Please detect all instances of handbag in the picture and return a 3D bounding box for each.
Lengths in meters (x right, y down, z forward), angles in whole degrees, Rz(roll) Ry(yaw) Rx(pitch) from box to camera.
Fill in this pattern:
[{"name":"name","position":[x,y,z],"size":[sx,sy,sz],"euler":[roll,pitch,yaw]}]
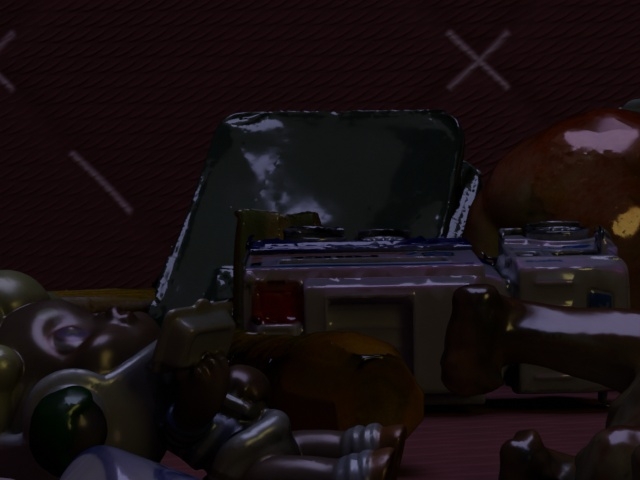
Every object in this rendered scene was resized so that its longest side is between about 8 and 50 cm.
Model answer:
[{"name":"handbag","position":[0.001,0.001,1.284],"size":[0.247,0.260,0.079],"euler":[3,-36,20]}]

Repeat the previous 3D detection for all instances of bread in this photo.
[{"name":"bread","position":[-0.028,0.045,1.157],"size":[0.074,0.139,0.084],"euler":[-1,-1,10]}]

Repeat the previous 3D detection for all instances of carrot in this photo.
[{"name":"carrot","position":[-0.019,0.078,0.786],"size":[0.070,0.070,0.260],"euler":[0,-1,-20]}]

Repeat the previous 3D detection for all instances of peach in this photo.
[{"name":"peach","position":[0.252,0.006,1.232],"size":[0.256,0.232,0.232],"euler":[-12,8,-44]}]

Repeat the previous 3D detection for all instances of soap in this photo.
[{"name":"soap","position":[-0.212,0.079,1.318],"size":[0.140,0.073,0.232],"euler":[-2,-1,34]}]

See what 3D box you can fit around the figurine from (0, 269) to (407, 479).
[{"name":"figurine","position":[-0.066,0.062,0.563],"size":[0.197,0.093,0.147],"euler":[1,10,13]}]

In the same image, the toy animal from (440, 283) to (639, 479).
[{"name":"toy animal","position":[0.150,0.072,0.500],"size":[0.157,0.097,0.312],"euler":[15,6,37]}]

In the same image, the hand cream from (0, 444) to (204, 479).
[{"name":"hand cream","position":[-0.025,0.086,0.387],"size":[0.142,0.053,0.084],"euler":[12,-7,-27]}]

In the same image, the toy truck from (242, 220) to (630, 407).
[{"name":"toy truck","position":[0.081,0.055,0.994],"size":[0.268,0.124,0.155],"euler":[-2,6,1]}]

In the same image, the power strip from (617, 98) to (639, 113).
[{"name":"power strip","position":[0.338,-0.011,1.428],"size":[0.141,0.261,0.229],"euler":[2,-2,-39]}]

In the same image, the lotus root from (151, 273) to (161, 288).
[{"name":"lotus root","position":[-0.036,0.030,1.452],"size":[0.310,0.183,0.183],"euler":[-5,-3,22]}]
